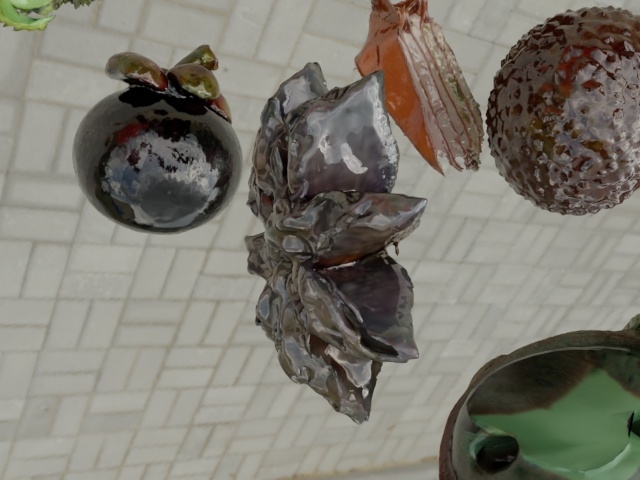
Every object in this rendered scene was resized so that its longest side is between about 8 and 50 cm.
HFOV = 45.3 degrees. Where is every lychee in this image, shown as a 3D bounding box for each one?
[{"bbox_3d":[0.328,-0.162,0.974,0.261,0.260,0.260,-16,134,-17],"label":"lychee"}]

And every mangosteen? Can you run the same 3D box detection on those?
[{"bbox_3d":[-0.347,-0.223,1.711,0.382,0.382,0.435,5,116,-33],"label":"mangosteen"}]

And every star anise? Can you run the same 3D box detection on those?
[{"bbox_3d":[-0.001,-0.002,0.685,0.118,0.331,0.331,-3,129,-25],"label":"star anise"}]

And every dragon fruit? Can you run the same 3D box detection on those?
[{"bbox_3d":[0.233,0.186,0.693,0.268,0.295,0.130,-45,124,-24],"label":"dragon fruit"}]

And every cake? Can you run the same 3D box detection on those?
[{"bbox_3d":[0.143,-0.218,1.114,0.098,0.287,0.135,-29,-176,-37],"label":"cake"}]

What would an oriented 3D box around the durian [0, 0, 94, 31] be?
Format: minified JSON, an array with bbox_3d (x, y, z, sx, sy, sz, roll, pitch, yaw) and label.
[{"bbox_3d":[-0.287,-0.343,0.859,0.237,0.176,0.200,-25,158,14],"label":"durian"}]
